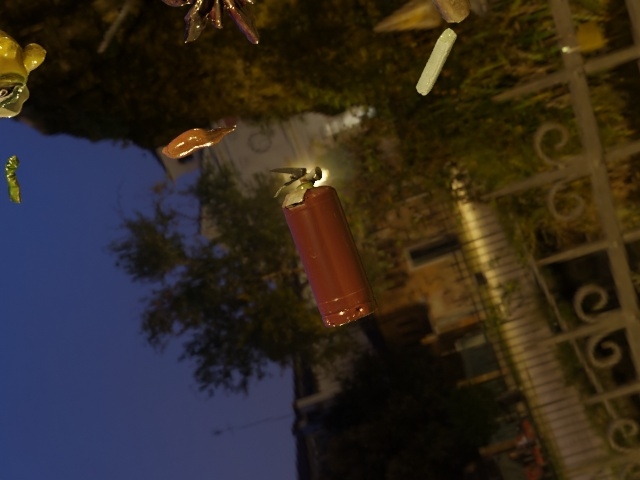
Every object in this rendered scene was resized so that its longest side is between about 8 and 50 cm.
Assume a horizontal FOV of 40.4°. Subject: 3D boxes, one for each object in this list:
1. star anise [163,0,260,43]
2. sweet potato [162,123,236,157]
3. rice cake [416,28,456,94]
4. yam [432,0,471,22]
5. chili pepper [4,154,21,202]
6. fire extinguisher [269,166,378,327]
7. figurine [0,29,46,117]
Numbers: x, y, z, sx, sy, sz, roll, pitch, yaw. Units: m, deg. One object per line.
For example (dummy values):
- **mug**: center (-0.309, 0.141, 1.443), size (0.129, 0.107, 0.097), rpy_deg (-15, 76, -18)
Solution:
- **star anise**: center (-0.185, -0.510, 1.698), size (0.212, 0.283, 0.129), rpy_deg (36, -162, 24)
- **sweet potato**: center (-0.279, -0.233, 2.005), size (0.056, 0.194, 0.057), rpy_deg (-15, -90, -75)
- **rice cake**: center (0.209, -0.321, 1.579), size (0.029, 0.033, 0.171), rpy_deg (38, 155, 7)
- **yam**: center (0.134, -0.433, 1.251), size (0.274, 0.061, 0.061), rpy_deg (49, -164, -27)
- **chili pepper**: center (-0.454, -0.093, 1.286), size (0.027, 0.022, 0.083), rpy_deg (-123, 33, -46)
- **fire extinguisher**: center (0.000, 0.000, 1.396), size (0.105, 0.104, 0.269), rpy_deg (-41, -69, -83)
- **figurine**: center (-0.905, -0.466, 2.355), size (0.340, 0.323, 0.232), rpy_deg (148, 113, -72)
